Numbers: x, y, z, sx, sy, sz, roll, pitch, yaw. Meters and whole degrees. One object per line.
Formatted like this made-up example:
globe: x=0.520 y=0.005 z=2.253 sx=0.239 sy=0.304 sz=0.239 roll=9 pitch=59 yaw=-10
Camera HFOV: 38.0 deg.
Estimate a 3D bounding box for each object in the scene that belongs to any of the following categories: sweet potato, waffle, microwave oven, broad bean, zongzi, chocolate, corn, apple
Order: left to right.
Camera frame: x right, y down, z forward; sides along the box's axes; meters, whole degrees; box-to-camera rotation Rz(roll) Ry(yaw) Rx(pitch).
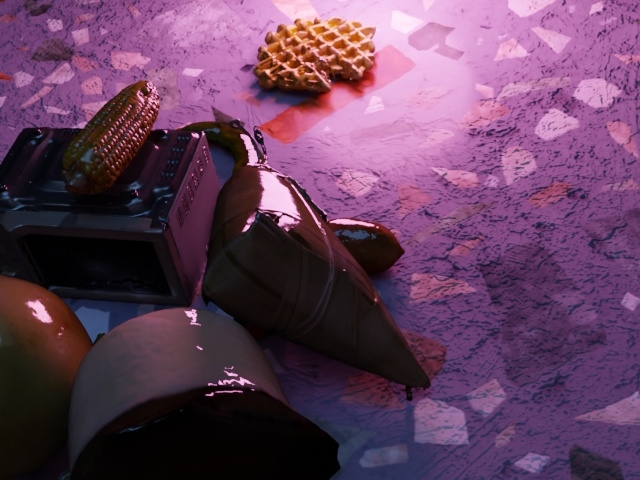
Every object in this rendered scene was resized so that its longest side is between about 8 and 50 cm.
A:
apple: x=-0.449 y=0.203 z=1.359 sx=0.234 sy=0.295 sz=0.258 roll=17 pitch=13 yaw=6
microwave oven: x=-0.383 y=-0.058 z=1.632 sx=0.355 sy=0.218 sz=0.286 roll=3 pitch=49 yaw=13
corn: x=-0.338 y=-0.167 z=1.515 sx=0.097 sy=0.097 sz=0.261 roll=11 pitch=48 yaw=20
chocolate: x=-0.187 y=0.233 z=1.253 sx=0.314 sy=0.326 sz=0.297 roll=17 pitch=39 yaw=-32
broad bean: x=-0.187 y=-0.167 z=1.805 sx=0.144 sy=0.049 sz=0.292 roll=-28 pitch=45 yaw=-29
zongzi: x=-0.018 y=0.029 z=1.504 sx=0.181 sy=0.418 sz=0.447 roll=-49 pitch=20 yaw=19
waffle: x=-0.008 y=-0.402 z=1.997 sx=0.262 sy=0.056 sz=0.250 roll=6 pitch=48 yaw=18
sweet potato: x=-0.002 y=0.000 z=1.596 sx=0.292 sy=0.097 sz=0.097 roll=9 pitch=50 yaw=18

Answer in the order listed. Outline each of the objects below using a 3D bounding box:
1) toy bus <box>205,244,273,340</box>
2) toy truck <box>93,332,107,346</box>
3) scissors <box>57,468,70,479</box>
toy bus: x=-0.128 y=0.075 z=1.559 sx=0.089 sy=0.081 sz=0.195 roll=-16 pitch=46 yaw=-18
toy truck: x=-0.355 y=0.196 z=1.501 sx=0.049 sy=0.054 sz=0.083 roll=9 pitch=50 yaw=17
scissors: x=-0.365 y=0.420 z=1.304 sx=0.134 sy=0.020 sz=0.187 roll=-23 pitch=58 yaw=-16
